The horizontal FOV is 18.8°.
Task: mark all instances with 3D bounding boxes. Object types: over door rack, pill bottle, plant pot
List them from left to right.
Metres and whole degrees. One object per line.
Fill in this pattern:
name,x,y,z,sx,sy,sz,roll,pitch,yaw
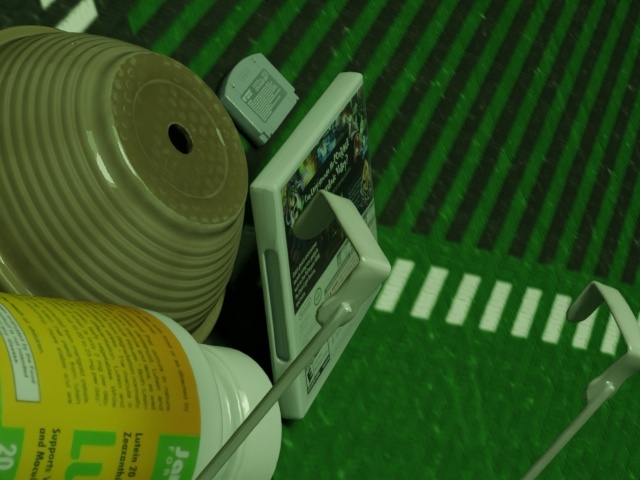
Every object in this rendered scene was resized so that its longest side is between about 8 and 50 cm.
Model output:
pill bottle,-0.139,0.099,1.029,0.245,0.136,0.136,9,52,-48
plant pot,-0.122,-0.039,1.187,0.237,0.109,0.237,32,44,-37
over door rack,0.025,0.156,1.016,0.239,0.324,0.108,19,17,-43

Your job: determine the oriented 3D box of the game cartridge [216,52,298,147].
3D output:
game cartridge,-0.049,-0.109,1.465,0.056,0.017,0.083,50,32,-11

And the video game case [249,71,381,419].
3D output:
video game case,0.000,0.000,1.319,0.190,0.022,0.173,-55,144,-57
